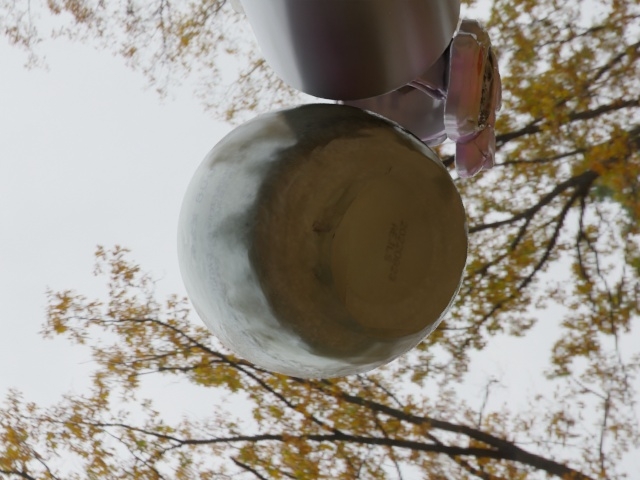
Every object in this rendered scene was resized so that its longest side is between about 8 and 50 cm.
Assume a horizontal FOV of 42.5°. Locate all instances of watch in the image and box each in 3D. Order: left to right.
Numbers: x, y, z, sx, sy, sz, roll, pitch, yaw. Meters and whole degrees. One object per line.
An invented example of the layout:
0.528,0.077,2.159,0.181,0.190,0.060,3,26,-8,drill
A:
0.144,-0.224,1.200,0.248,0.217,0.211,54,-134,-61,watch

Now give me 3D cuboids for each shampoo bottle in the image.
0.000,0.000,0.956,0.322,0.317,0.323,0,-90,-20,shampoo bottle

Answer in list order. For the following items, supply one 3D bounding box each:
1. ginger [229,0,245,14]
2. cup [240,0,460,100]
-0.015,-0.470,1.312,0.122,0.348,0.363,30,-66,-38,ginger
0.008,-0.337,0.865,0.253,0.371,0.253,-5,-112,12,cup
